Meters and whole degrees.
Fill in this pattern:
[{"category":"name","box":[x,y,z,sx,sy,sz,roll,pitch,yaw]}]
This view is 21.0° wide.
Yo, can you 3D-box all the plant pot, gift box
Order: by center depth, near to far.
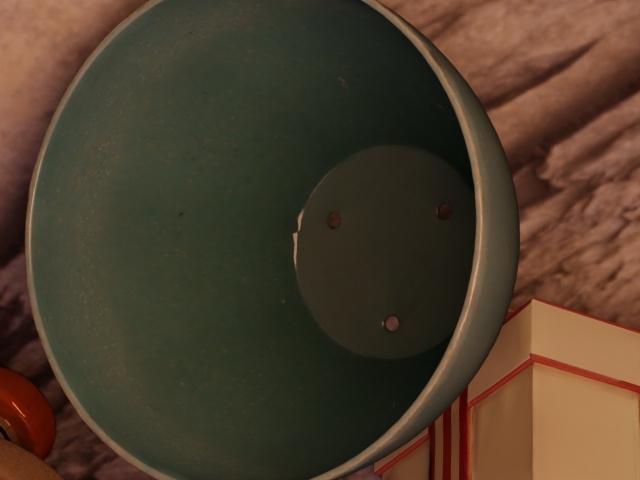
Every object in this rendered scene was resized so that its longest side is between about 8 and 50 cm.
[{"category":"plant pot","box":[0.000,0.000,1.021,0.290,0.290,0.195,-34,162,23]},{"category":"gift box","box":[0.163,0.198,1.200,0.255,0.258,0.276,21,146,-24]}]

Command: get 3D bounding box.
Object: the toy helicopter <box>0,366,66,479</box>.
[{"category":"toy helicopter","box":[-0.285,0.266,1.253,0.355,0.140,0.235,-33,100,32]}]
